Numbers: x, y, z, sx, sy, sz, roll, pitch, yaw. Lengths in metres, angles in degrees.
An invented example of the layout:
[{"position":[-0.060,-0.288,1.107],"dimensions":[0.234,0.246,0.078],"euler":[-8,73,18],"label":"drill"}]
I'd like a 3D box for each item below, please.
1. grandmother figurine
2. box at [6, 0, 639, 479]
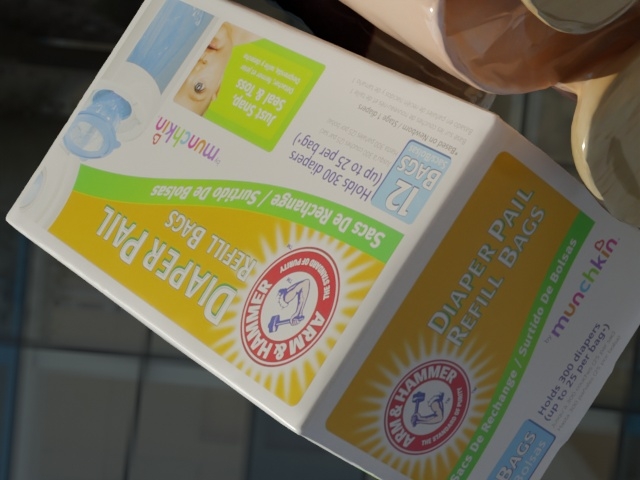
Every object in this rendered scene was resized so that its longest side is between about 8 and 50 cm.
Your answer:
[{"position":[-0.005,-0.124,0.618],"dimensions":[0.104,0.208,0.342],"euler":[-29,-148,-22],"label":"grandmother figurine"},{"position":[0.000,0.000,0.621],"dimensions":[0.103,0.114,0.203],"euler":[34,177,-40],"label":"box"}]
